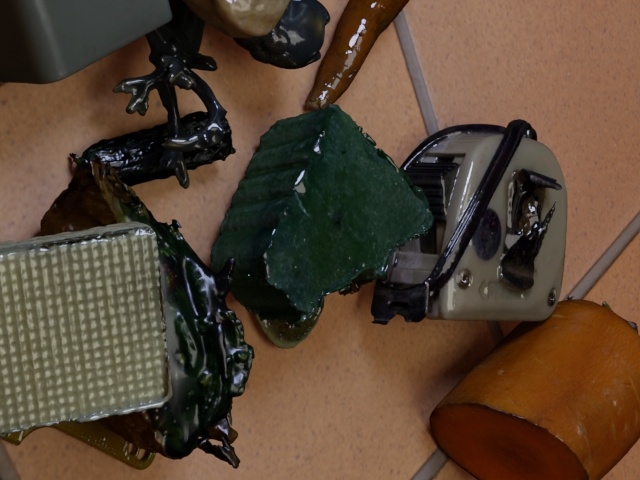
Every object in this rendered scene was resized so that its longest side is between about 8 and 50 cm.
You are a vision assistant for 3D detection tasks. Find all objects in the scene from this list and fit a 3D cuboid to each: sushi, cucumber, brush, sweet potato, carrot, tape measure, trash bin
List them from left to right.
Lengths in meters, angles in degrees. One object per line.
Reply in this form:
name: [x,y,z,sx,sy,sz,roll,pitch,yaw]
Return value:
trash bin: [-0.227,-0.259,1.141,0.164,0.122,0.240,-36,122,-42]
brush: [-0.215,0.153,1.267,0.218,0.010,0.082,35,66,-46]
cucumber: [-0.145,-0.078,1.305,0.181,0.053,0.053,-22,109,-44]
sushi: [-0.138,0.056,1.247,0.149,0.140,0.287,-26,108,-49]
sweet potato: [0.053,-0.240,1.520,0.264,0.057,0.057,-57,132,-25]
tape measure: [0.171,-0.024,1.618,0.271,0.133,0.231,2,92,-47]
carrot: [0.292,0.181,1.719,0.331,0.193,0.214,-42,105,-41]

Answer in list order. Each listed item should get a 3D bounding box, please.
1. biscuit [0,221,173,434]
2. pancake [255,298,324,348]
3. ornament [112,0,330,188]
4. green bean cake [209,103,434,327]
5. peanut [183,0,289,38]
biscuit: [-0.243,0.077,1.123,0.252,0.052,0.150,-11,101,-20]
pancake: [-0.032,0.054,1.466,0.108,0.017,0.108,1,89,-49]
ornament: [-0.085,-0.148,1.299,0.202,0.080,0.236,33,50,-33]
green bean cake: [0.000,0.000,1.417,0.193,0.107,0.208,47,53,-37]
peanut: [-0.093,-0.305,1.239,0.136,0.120,0.298,7,63,-46]
